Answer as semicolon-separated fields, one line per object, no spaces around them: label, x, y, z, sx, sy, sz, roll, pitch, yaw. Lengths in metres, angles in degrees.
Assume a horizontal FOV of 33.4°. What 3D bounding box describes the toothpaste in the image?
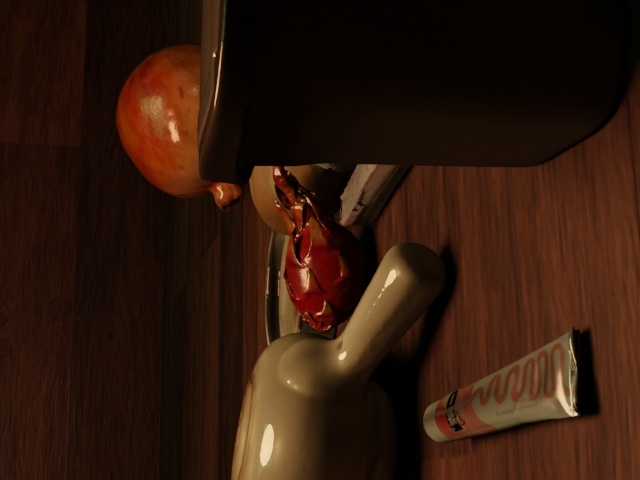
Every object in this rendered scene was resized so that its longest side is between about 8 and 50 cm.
toothpaste;0.129;0.113;0.756;0.205;0.036;0.056;135;138;-63

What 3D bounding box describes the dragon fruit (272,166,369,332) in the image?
dragon fruit;0.000;0.000;1.126;0.094;0.094;0.190;176;80;-75

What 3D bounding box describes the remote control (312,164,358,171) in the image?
remote control;0.021;-0.195;1.105;0.052;0.104;0.247;20;109;54

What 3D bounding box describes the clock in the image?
clock;-0.027;0.060;1.341;0.226;0.049;0.226;-178;90;-75

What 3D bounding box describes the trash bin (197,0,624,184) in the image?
trash bin;0.045;-0.148;0.696;0.219;0.250;0.219;145;127;-73

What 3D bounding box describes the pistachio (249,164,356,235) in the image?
pistachio;-0.018;-0.097;1.201;0.108;0.126;0.185;-2;-78;-73

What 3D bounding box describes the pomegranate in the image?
pomegranate;-0.196;-0.174;1.712;0.270;0.229;0.252;64;147;16

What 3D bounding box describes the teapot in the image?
teapot;0.009;0.159;0.974;0.318;0.149;0.220;114;163;-57

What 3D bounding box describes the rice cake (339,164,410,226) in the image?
rice cake;0.062;-0.071;1.030;0.211;0.043;0.034;121;141;-61
